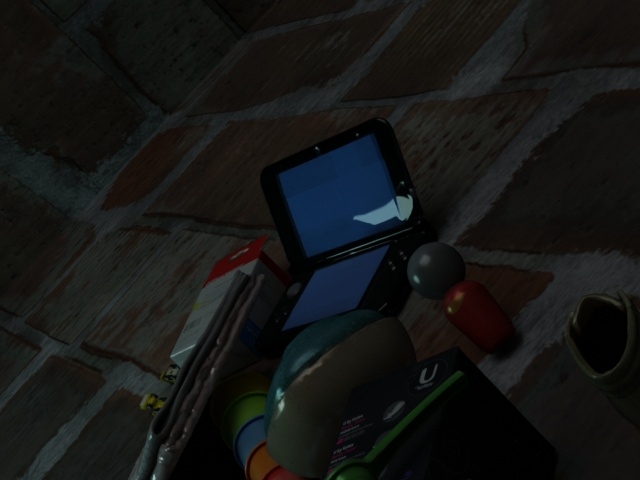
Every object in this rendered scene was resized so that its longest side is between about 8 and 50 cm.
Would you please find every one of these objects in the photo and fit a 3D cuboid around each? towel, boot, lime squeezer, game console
[{"bbox_3d":[-0.190,0.235,1.762,0.317,0.053,0.331,-62,1,44],"label":"towel"},{"bbox_3d":[0.283,0.098,1.159,0.077,0.165,0.213,-33,24,24],"label":"boot"},{"bbox_3d":[0.033,0.224,1.069,0.110,0.059,0.310,-24,30,40],"label":"lime squeezer"},{"bbox_3d":[0.000,0.000,1.865,0.293,0.173,0.250,-21,30,47],"label":"game console"}]

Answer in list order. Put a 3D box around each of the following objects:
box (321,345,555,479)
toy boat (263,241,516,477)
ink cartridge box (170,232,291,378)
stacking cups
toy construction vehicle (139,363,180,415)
[{"bbox_3d":[0.097,0.258,1.195,0.143,0.165,0.270,-27,27,35],"label":"box"},{"bbox_3d":[0.060,0.128,1.456,0.318,0.148,0.267,-32,-23,-22],"label":"toy boat"},{"bbox_3d":[-0.131,0.105,2.036,0.134,0.078,0.231,-28,26,34],"label":"ink cartridge box"},{"bbox_3d":[-0.061,0.254,1.595,0.096,0.096,0.316,-44,21,-1],"label":"stacking cups"},{"bbox_3d":[-0.239,0.240,2.051,0.098,0.035,0.085,-15,46,57],"label":"toy construction vehicle"}]
